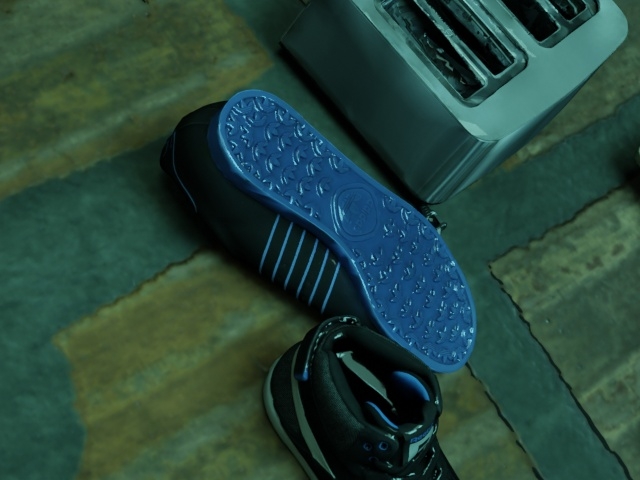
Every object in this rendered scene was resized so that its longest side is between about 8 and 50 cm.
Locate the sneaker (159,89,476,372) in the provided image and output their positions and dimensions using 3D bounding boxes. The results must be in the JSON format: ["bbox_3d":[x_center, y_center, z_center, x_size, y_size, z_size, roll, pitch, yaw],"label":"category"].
[{"bbox_3d":[0.000,0.000,0.785,0.232,0.090,0.081,46,59,-20],"label":"sneaker"}]

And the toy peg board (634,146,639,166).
[{"bbox_3d":[0.331,-0.027,0.903,0.161,0.079,0.161,-30,72,-10],"label":"toy peg board"}]

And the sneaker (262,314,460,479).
[{"bbox_3d":[0.051,0.142,0.713,0.079,0.121,0.217,-35,83,-26],"label":"sneaker"}]

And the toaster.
[{"bbox_3d":[0.092,-0.128,0.843,0.168,0.110,0.185,-37,84,-26],"label":"toaster"}]
